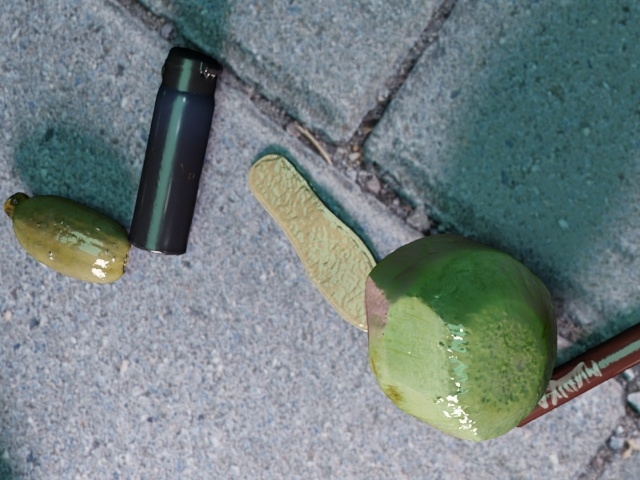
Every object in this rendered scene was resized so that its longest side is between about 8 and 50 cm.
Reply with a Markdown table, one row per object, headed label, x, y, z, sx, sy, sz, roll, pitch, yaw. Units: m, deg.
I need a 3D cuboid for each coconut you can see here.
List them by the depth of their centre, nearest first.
| label | x | y | z | sx | sy | sz | roll | pitch | yaw |
| --- | --- | --- | --- | --- | --- | --- | --- | --- | --- |
| coconut | 0.145 | 0.100 | 1.451 | 0.236 | 0.236 | 0.205 | 35 | 81 | 12 |

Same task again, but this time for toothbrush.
| label | x | y | z | sx | sy | sz | roll | pitch | yaw |
| --- | --- | --- | --- | --- | --- | --- | --- | --- | --- |
| toothbrush | 0.359 | 0.107 | 1.469 | 0.364 | 0.041 | 0.041 | -32 | 85 | 17 |

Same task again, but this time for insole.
| label | x | y | z | sx | sy | sz | roll | pitch | yaw |
| --- | --- | --- | --- | --- | --- | --- | --- | --- | --- |
| insole | 0.000 | 0.000 | 1.586 | 0.081 | 0.011 | 0.248 | -41 | 82 | 17 |

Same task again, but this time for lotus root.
| label | x | y | z | sx | sy | sz | roll | pitch | yaw |
| --- | --- | --- | --- | --- | --- | --- | --- | --- | --- |
| lotus root | -0.319 | -0.007 | 1.651 | 0.183 | 0.077 | 0.090 | 26 | 102 | 13 |

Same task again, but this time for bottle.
| label | x | y | z | sx | sy | sz | roll | pitch | yaw |
| --- | --- | --- | --- | --- | --- | --- | --- | --- | --- |
| bottle | -0.175 | -0.108 | 1.601 | 0.082 | 0.072 | 0.244 | 21 | 102 | 39 |
